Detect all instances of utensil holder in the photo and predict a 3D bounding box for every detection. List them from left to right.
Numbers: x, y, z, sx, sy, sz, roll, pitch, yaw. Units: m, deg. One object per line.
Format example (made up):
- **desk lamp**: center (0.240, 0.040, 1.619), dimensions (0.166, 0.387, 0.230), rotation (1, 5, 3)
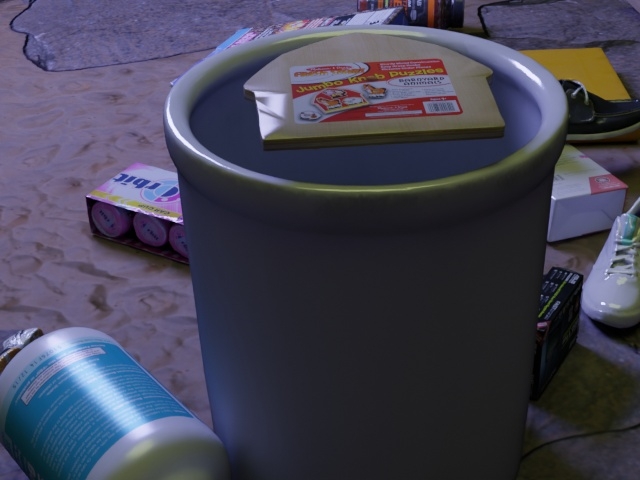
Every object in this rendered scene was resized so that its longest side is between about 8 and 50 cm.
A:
- **utensil holder**: center (0.040, 0.044, 0.961), dimensions (0.327, 0.386, 0.328), rotation (-1, 31, 1)

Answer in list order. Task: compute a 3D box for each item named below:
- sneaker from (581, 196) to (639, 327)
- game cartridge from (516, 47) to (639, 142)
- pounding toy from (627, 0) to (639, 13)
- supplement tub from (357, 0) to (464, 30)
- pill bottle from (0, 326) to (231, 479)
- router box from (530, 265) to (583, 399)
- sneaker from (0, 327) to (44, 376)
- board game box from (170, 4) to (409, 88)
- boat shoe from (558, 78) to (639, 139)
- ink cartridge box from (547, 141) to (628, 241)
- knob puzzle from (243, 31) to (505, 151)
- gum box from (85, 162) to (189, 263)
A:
- **sneaker**: center (0.360, 0.017, 1.261), dimensions (0.080, 0.094, 0.212), rotation (12, 35, 19)
- **game cartridge**: center (0.322, -0.231, 1.716), dimensions (0.323, 0.053, 0.285), rotation (-3, 32, 3)
- **pounding toy**: center (0.702, -0.455, 2.017), dimensions (0.181, 0.094, 0.206), rotation (-6, 41, -15)
- **supplement tub**: center (0.169, -0.433, 1.991), dimensions (0.197, 0.106, 0.106), rotation (1, 32, 5)
- **pill bottle**: center (-0.179, 0.196, 0.956), dimensions (0.146, 0.146, 0.264), rotation (-24, 37, -31)
- **router box**: center (0.241, 0.098, 1.140), dimensions (0.038, 0.092, 0.122), rotation (17, 37, 27)
- **sneaker**: center (-0.344, 0.128, 1.193), dimensions (0.036, 0.032, 0.083), rotation (-3, 24, 25)
- **board game box**: center (-0.028, -0.226, 1.574), dimensions (0.291, 0.141, 0.232), rotation (-2, 29, 28)
- **boat shoe**: center (0.349, -0.184, 1.482), dimensions (0.233, 0.079, 0.084), rotation (-3, 25, -7)
- **ink cartridge box**: center (0.307, -0.080, 1.445), dimensions (0.115, 0.067, 0.198), rotation (-10, 33, -20)
- **knob puzzle**: center (0.037, -0.113, 0.821), dimensions (0.213, 0.030, 0.213), rotation (-2, 32, 1)
- **gum box**: center (-0.202, -0.036, 1.411), dimensions (0.188, 0.062, 0.107), rotation (16, 36, 27)
